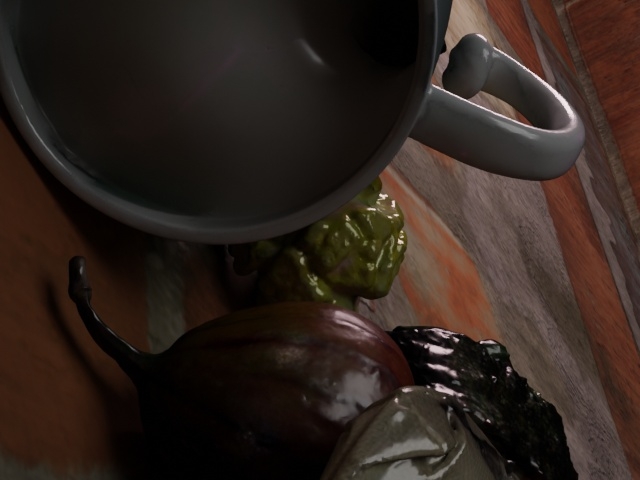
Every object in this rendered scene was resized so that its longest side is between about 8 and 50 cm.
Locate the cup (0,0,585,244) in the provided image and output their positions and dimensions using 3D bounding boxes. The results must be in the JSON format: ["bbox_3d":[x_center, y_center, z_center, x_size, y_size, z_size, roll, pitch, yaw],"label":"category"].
[{"bbox_3d":[0.004,-0.143,0.825,0.357,0.259,0.274,25,22,0],"label":"cup"}]

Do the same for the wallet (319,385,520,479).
[{"bbox_3d":[0.028,0.221,0.637,0.275,0.068,0.335,-60,143,-17],"label":"wallet"}]

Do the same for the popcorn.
[{"bbox_3d":[0.000,0.000,0.927,0.145,0.126,0.126,-49,121,-56],"label":"popcorn"}]

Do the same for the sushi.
[{"bbox_3d":[0.110,0.156,1.001,0.225,0.124,0.127,42,29,-33],"label":"sushi"}]

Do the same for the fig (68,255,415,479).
[{"bbox_3d":[-0.033,0.103,0.706,0.202,0.149,0.148,10,93,-35],"label":"fig"}]
